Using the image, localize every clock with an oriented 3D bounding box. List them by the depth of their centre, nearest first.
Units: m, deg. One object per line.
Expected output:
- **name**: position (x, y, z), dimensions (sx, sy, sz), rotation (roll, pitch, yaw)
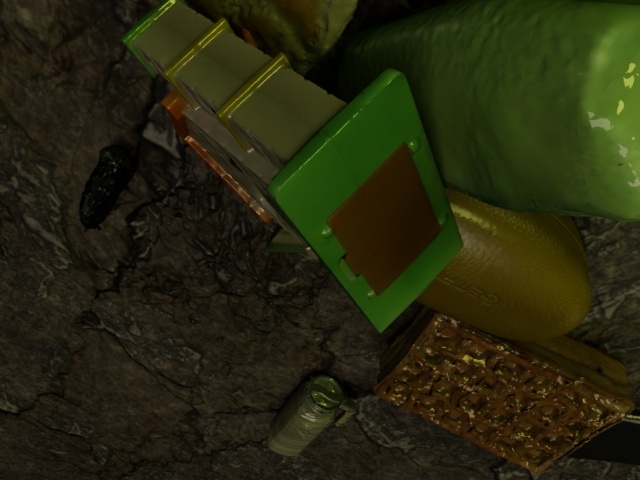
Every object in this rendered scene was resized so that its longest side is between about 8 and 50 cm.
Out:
- **clock**: position (-0.027, -0.076, 0.487), dimensions (0.255, 0.106, 0.220), rotation (41, 173, 35)

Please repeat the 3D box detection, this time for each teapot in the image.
- **teapot**: position (-0.014, 0.324, 1.067), dimensions (0.107, 0.077, 0.200), rotation (22, 135, -10)

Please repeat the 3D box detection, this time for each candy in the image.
- **candy**: position (0.125, -0.106, 0.429), dimensions (0.131, 0.343, 0.142), rotation (-16, 110, -16)

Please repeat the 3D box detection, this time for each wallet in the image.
- **wallet**: position (0.466, 0.324, 0.964), dimensions (0.285, 0.030, 0.146), rotation (1, 130, 14)

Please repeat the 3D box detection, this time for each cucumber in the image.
- **cucumber**: position (-0.296, -0.066, 0.797), dimensions (0.053, 0.053, 0.181), rotation (32, 133, -15)

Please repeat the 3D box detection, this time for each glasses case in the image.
- **glasses case**: position (0.145, -0.005, 0.666), dimensions (0.371, 0.141, 0.173), rotation (26, 133, -9)

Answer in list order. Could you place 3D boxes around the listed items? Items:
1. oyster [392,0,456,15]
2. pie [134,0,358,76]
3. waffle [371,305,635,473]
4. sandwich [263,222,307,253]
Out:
- **oyster**: position (0.112, -0.301, 0.406), dimensions (0.197, 0.133, 0.337), rotation (9, 139, -3)
- **pie**: position (-0.106, -0.270, 0.463), dimensions (0.337, 0.075, 0.337), rotation (25, 153, 14)
- **waffle**: position (0.253, 0.203, 0.850), dimensions (0.308, 0.091, 0.213), rotation (27, 127, -6)
- **sandwich**: position (0.000, 0.000, 0.757), dimensions (0.116, 0.074, 0.074), rotation (30, 134, -13)
